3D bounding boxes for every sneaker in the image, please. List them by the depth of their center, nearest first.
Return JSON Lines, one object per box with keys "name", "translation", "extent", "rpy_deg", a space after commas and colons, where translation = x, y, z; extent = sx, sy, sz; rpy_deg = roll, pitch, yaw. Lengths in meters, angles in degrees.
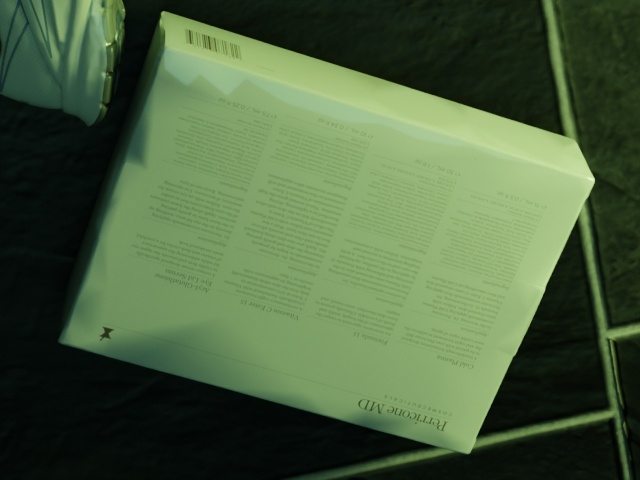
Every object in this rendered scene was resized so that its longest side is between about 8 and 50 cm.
{"name": "sneaker", "translation": [-0.211, -0.230, 1.523], "extent": [0.129, 0.111, 0.297], "rpy_deg": [7, 115, -2]}

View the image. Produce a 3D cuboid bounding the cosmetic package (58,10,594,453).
{"name": "cosmetic package", "translation": [0.000, 0.000, 1.659], "extent": [0.377, 0.097, 0.284], "rpy_deg": [17, 112, -13]}
